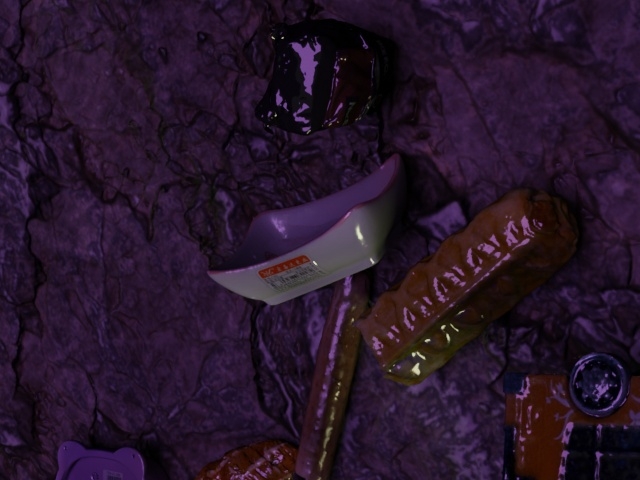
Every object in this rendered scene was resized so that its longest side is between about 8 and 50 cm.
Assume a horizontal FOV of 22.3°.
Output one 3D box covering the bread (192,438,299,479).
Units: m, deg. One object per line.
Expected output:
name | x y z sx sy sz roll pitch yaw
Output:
bread | -0.113 0.310 1.892 0.233 0.076 0.105 -39 74 31

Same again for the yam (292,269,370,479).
yam | 0.014 0.151 1.808 0.046 0.046 0.264 20 107 28

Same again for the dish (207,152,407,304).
dish | 0.000 0.000 1.748 0.212 0.151 0.077 -23 106 32

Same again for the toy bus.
toy bus | 0.339 0.208 1.528 0.323 0.162 0.194 -3 78 33

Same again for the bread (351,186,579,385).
bread | 0.155 0.044 1.684 0.269 0.087 0.098 -42 71 28

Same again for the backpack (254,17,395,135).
backpack | 0.016 -0.173 1.694 0.106 0.165 0.120 22 116 31

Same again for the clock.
clock | -0.253 0.296 1.988 0.153 0.050 0.110 2 97 31
